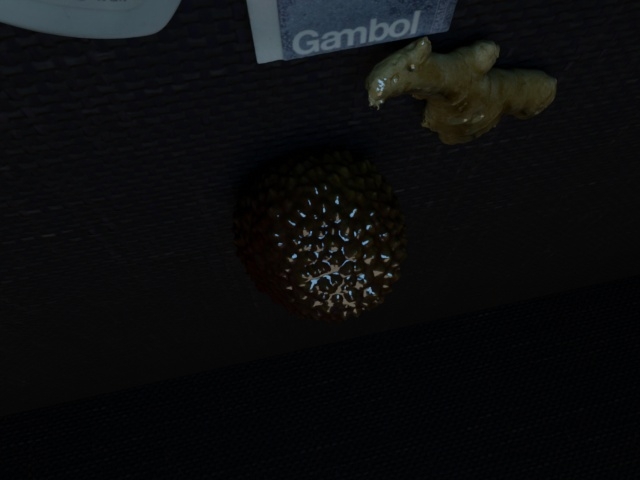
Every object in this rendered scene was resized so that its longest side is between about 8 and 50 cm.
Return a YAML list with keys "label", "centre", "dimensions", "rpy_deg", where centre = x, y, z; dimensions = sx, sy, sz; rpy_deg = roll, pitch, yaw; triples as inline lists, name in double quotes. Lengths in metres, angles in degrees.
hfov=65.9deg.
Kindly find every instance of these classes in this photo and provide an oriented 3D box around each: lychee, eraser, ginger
- label: "lychee"
  centre: [0.000, 0.000, 0.752]
  dimensions: [0.267, 0.268, 0.267]
  rpy_deg: [-12, 157, -5]
- label: "eraser"
  centre: [0.032, -0.237, 0.487]
  dimensions: [0.212, 0.046, 0.092]
  rpy_deg: [-13, 157, -4]
- label: "ginger"
  centre: [0.177, -0.188, 0.626]
  dimensions: [0.333, 0.081, 0.147]
  rpy_deg: [1, 156, -44]

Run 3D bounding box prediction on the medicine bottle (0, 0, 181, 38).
- label: "medicine bottle"
  centre: [-0.133, -0.264, 0.241]
  dimensions: [0.179, 0.124, 0.324]
  rpy_deg: [0, 152, -28]
